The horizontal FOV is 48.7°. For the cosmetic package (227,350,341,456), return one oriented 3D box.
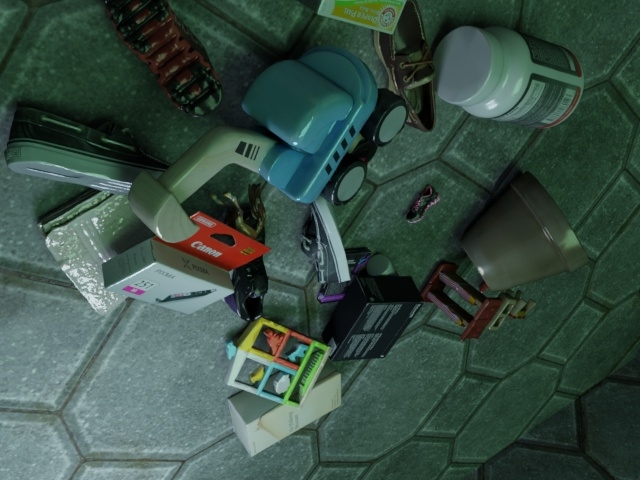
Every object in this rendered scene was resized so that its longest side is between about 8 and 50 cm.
[{"bbox_3d":[-0.096,0.460,2.011,0.309,0.113,0.160,-26,136,-23],"label":"cosmetic package"}]

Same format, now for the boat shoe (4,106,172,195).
[{"bbox_3d":[-0.369,-0.153,1.229,0.335,0.121,0.119,12,76,-46],"label":"boat shoe"}]

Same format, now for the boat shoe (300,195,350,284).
[{"bbox_3d":[0.000,0.000,1.712,0.102,0.108,0.301,-14,139,2],"label":"boat shoe"}]

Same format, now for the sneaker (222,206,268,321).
[{"bbox_3d":[-0.153,0.060,1.605,0.107,0.124,0.283,-17,133,-31],"label":"sneaker"}]

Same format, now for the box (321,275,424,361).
[{"bbox_3d":[0.140,0.218,1.953,0.184,0.103,0.261,4,135,-28],"label":"box"}]

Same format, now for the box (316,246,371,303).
[{"bbox_3d":[0.063,0.094,1.899,0.116,0.029,0.162,-4,127,-39],"label":"box"}]

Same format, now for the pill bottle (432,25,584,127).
[{"bbox_3d":[0.443,-0.387,1.672,0.362,0.210,0.210,1,122,-41],"label":"pill bottle"}]

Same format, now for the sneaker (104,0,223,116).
[{"bbox_3d":[-0.266,-0.338,1.187,0.097,0.135,0.276,-33,117,4],"label":"sneaker"}]

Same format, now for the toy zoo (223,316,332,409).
[{"bbox_3d":[-0.124,0.315,1.845,0.293,0.030,0.192,29,88,-33],"label":"toy zoo"}]

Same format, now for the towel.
[{"bbox_3d":[-0.417,0.018,1.399,0.187,0.049,0.282,-34,140,-13],"label":"towel"}]

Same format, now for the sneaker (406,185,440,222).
[{"bbox_3d":[0.269,-0.100,1.904,0.119,0.047,0.057,-47,135,-10],"label":"sneaker"}]

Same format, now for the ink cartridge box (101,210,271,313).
[{"bbox_3d":[-0.256,0.055,1.425,0.238,0.060,0.275,-26,154,18],"label":"ink cartridge box"}]

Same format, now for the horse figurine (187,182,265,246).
[{"bbox_3d":[-0.215,-0.015,1.493,0.263,0.066,0.174,-28,124,11],"label":"horse figurine"}]

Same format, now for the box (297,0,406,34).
[{"bbox_3d":[0.061,-0.478,1.342,0.203,0.103,0.114,-1,124,-41],"label":"box"}]

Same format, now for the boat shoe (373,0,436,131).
[{"bbox_3d":[0.203,-0.379,1.536,0.123,0.123,0.342,-30,139,-17],"label":"boat shoe"}]

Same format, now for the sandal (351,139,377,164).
[{"bbox_3d":[0.073,-0.168,1.670,0.179,0.040,0.067,-41,140,-6],"label":"sandal"}]

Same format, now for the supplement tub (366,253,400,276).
[{"bbox_3d":[0.175,0.093,1.963,0.071,0.071,0.107,-43,141,-3],"label":"supplement tub"}]

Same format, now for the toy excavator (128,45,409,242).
[{"bbox_3d":[-0.098,-0.184,1.292,0.433,0.222,0.445,-56,153,11],"label":"toy excavator"}]

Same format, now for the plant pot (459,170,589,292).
[{"bbox_3d":[0.582,0.005,2.092,0.280,0.323,0.323,-34,142,11],"label":"plant pot"}]

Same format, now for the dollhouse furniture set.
[{"bbox_3d":[0.500,0.196,2.246,0.374,0.201,0.152,8,117,-52],"label":"dollhouse furniture set"}]
